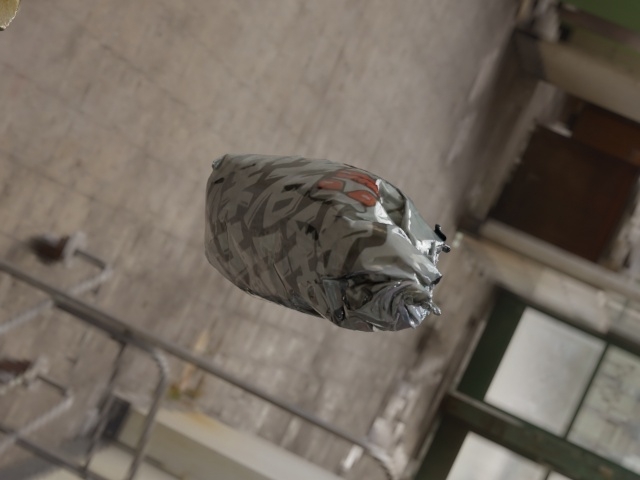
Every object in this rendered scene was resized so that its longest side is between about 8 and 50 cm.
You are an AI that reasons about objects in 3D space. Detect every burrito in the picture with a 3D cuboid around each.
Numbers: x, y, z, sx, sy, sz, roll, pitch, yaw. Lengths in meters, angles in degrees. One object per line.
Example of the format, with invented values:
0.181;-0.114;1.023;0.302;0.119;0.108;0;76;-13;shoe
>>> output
0.000;0.000;1.209;0.445;0.101;0.139;-165;-108;-67;burrito

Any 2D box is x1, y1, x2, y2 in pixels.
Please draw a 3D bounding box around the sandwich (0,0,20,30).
-0.313;-0.211;1.148;0.244;0.090;0.088;18;63;-69;sandwich
